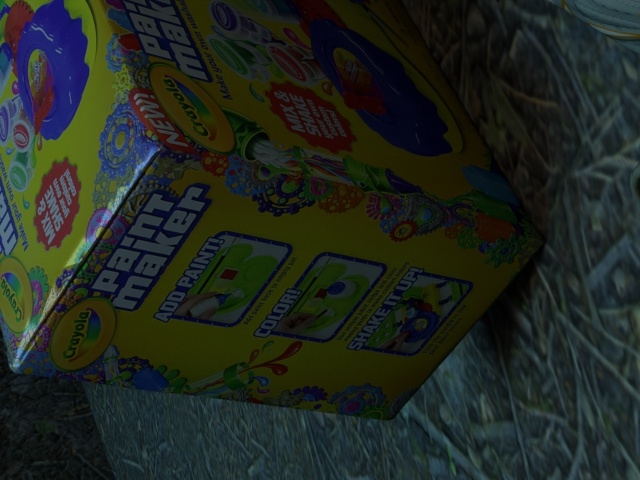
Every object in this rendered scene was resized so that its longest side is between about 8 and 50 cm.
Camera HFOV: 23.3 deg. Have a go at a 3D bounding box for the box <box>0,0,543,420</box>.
[{"bbox_3d":[-0.065,-0.062,0.970,0.177,0.279,0.290,-53,44,30],"label":"box"}]

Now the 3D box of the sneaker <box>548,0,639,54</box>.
[{"bbox_3d":[0.133,-0.122,0.676,0.099,0.121,0.262,-53,8,12],"label":"sneaker"}]

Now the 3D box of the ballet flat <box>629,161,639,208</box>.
[{"bbox_3d":[0.187,0.050,0.645,0.072,0.068,0.213,105,149,-58],"label":"ballet flat"}]
